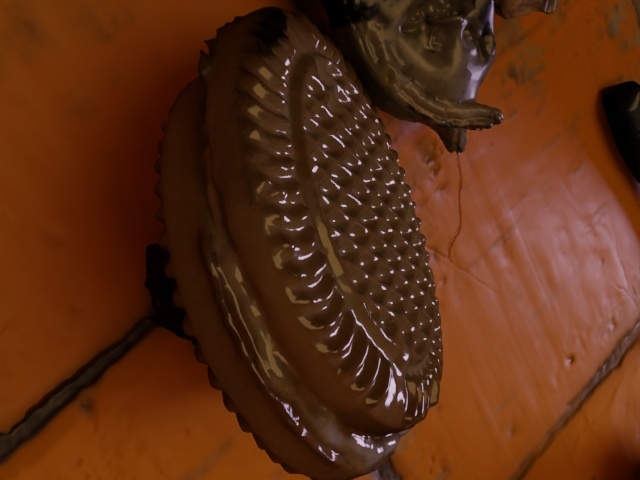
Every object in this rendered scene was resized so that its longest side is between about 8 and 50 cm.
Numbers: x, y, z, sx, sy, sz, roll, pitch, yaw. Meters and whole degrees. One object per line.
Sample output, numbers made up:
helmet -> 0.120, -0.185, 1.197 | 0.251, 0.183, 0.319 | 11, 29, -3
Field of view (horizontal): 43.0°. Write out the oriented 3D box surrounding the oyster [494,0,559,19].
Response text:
oyster -> 0.106, -0.318, 0.544 | 0.275, 0.100, 0.271 | 28, 70, -45

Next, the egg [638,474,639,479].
egg -> 0.402, 0.276, 0.771 | 0.186, 0.186, 0.253 | -46, 123, -22

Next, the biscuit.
biscuit -> 0.000, 0.000, 0.454 | 0.259, 0.079, 0.259 | 50, 30, -42

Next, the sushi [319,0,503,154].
sushi -> 0.033, -0.165, 0.517 | 0.109, 0.134, 0.273 | -21, 123, -17

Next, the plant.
plant -> -0.047, 0.053, 0.505 | 0.087, 0.085, 0.174 | -38, 123, 1

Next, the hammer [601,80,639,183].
hammer -> 0.342, -0.035, 0.781 | 0.137, 0.037, 0.290 | -46, 119, -21
